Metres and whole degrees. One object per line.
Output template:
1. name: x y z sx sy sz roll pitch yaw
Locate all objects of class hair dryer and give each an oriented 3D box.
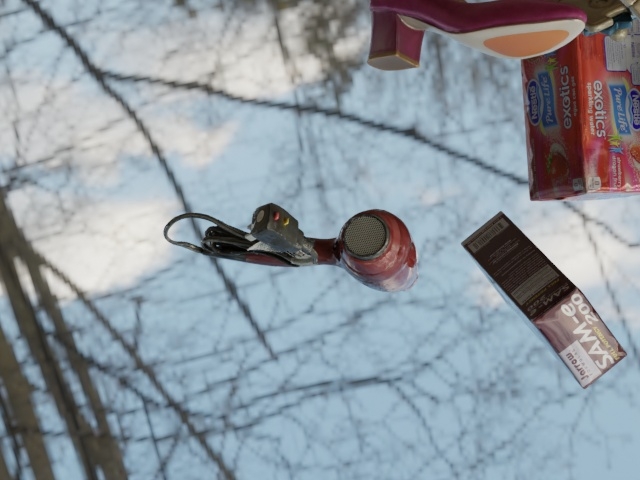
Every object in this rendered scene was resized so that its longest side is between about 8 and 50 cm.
1. hair dryer: 0.000 0.000 1.715 0.293 0.080 0.223 19 170 -32

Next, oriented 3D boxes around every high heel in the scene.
1. high heel: 0.148 -0.232 1.507 0.244 0.117 0.082 -5 162 44

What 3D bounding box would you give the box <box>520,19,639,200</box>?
1. box: 0.349 -0.182 2.067 0.128 0.257 0.122 -3 177 -29

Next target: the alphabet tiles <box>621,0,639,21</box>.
1. alphabet tiles: 0.228 -0.238 0.969 0.198 0.237 0.009 -45 -171 -10

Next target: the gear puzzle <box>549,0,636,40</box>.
1. gear puzzle: 0.287 -0.316 1.842 0.175 0.044 0.339 -26 -143 -14

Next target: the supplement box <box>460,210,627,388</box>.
1. supplement box: 0.273 0.070 1.960 0.073 0.130 0.239 -39 -151 2
